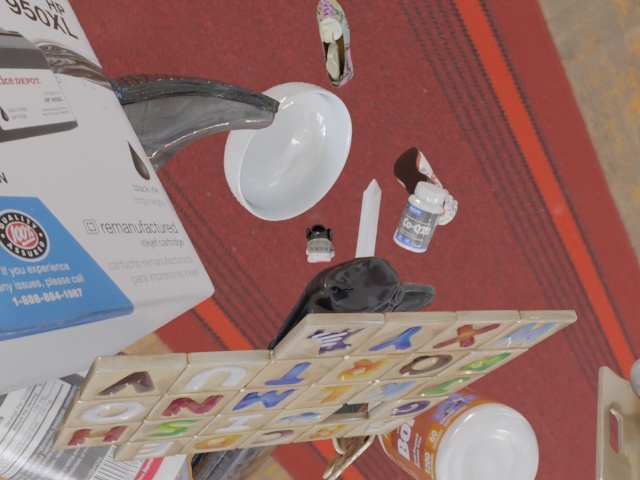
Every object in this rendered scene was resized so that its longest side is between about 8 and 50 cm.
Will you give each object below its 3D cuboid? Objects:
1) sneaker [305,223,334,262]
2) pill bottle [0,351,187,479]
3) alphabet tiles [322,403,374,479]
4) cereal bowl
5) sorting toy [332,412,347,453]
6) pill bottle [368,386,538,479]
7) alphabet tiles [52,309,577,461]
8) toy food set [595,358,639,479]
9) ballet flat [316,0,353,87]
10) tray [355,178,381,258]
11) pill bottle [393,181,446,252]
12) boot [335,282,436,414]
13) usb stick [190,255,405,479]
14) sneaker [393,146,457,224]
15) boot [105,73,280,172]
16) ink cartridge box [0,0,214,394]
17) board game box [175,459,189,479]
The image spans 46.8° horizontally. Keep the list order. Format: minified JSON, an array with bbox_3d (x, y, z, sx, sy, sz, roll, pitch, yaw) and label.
[{"bbox_3d":[0.000,0.000,1.576,0.063,0.170,0.075,2,98,2],"label":"sneaker"},{"bbox_3d":[-0.313,0.179,0.828,0.318,0.176,0.176,33,105,-22],"label":"pill bottle"},{"bbox_3d":[0.118,0.390,1.668,0.011,0.342,0.285,38,123,2],"label":"alphabet tiles"},{"bbox_3d":[-0.094,-0.224,1.748,0.339,0.141,0.339,-30,139,-29],"label":"cereal bowl"},{"bbox_3d":[0.007,0.350,1.624,0.038,0.193,0.208,-19,90,1],"label":"sorting toy"},{"bbox_3d":[0.139,0.221,0.851,0.121,0.216,0.121,-1,94,-21],"label":"pill bottle"},{"bbox_3d":[-0.013,0.083,0.400,0.237,0.009,0.198,2,150,-28],"label":"alphabet tiles"},{"bbox_3d":[0.483,0.191,0.880,0.306,0.220,0.092,-26,110,33],"label":"toy food set"},{"bbox_3d":[0.033,-0.476,1.806,0.076,0.079,0.222,2,126,22],"label":"ballet flat"},{"bbox_3d":[0.114,-0.008,1.828,0.030,0.145,0.271,6,83,11],"label":"tray"},{"bbox_3d":[0.214,-0.051,1.578,0.078,0.078,0.137,10,113,-22],"label":"pill bottle"},{"bbox_3d":[0.183,0.362,2.237,0.366,0.446,0.146,-8,164,29],"label":"boot"},{"bbox_3d":[-0.027,0.106,0.522,0.077,0.045,0.278,-27,159,-41],"label":"usb stick"},{"bbox_3d":[0.278,-0.138,1.949,0.090,0.270,0.145,-39,115,15],"label":"sneaker"},{"bbox_3d":[-0.214,-0.087,0.886,0.338,0.118,0.223,-3,105,-28],"label":"boot"},{"bbox_3d":[-0.292,-0.083,0.584,0.166,0.285,0.395,-31,82,17],"label":"ink cartridge box"},{"bbox_3d":[-0.297,0.390,1.169,0.086,0.308,0.302,-3,103,6],"label":"board game box"}]
